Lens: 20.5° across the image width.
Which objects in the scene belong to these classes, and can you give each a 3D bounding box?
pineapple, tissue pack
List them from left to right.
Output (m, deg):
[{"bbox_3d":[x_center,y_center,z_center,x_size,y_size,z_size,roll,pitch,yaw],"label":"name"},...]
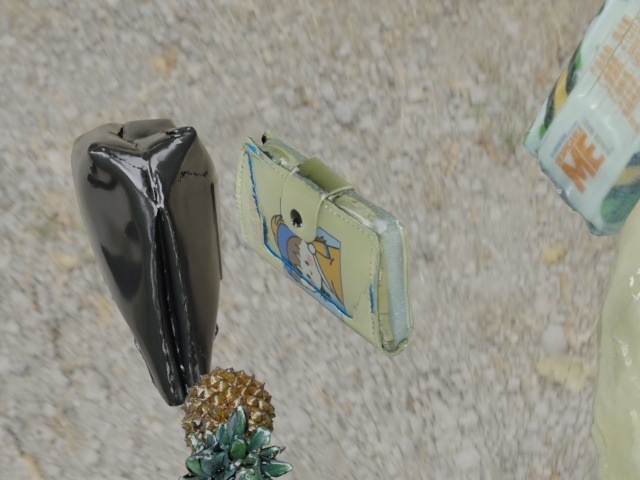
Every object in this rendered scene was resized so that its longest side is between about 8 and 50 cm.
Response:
[{"bbox_3d":[-0.077,0.165,1.520,0.083,0.221,0.103,32,102,-13],"label":"pineapple"},{"bbox_3d":[0.307,-0.153,1.222,0.228,0.311,0.128,-8,51,-36],"label":"tissue pack"}]

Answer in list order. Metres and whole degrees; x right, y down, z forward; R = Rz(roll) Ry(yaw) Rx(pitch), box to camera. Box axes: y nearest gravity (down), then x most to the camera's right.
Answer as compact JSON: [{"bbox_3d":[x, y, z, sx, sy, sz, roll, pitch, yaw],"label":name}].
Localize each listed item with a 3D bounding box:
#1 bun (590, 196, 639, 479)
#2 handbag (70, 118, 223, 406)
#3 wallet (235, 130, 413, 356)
[{"bbox_3d":[0.255,0.063,0.997,0.160,0.259,0.259,-1,74,30],"label":"bun"},{"bbox_3d":[-0.170,0.018,1.868,0.152,0.342,0.288,-9,98,-8],"label":"handbag"},{"bbox_3d":[0.000,0.000,1.198,0.039,0.110,0.155,-29,45,-27],"label":"wallet"}]
